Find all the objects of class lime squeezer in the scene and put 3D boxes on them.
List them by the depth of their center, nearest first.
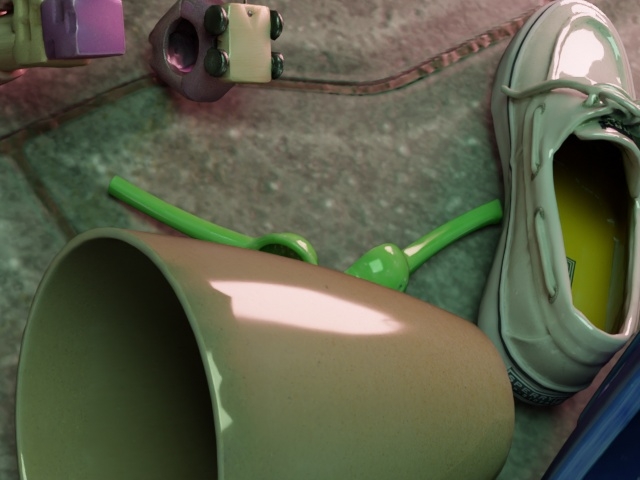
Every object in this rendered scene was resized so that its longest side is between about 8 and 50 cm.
[{"bbox_3d":[0.000,0.000,1.173,0.310,0.059,0.110,3,62,-14],"label":"lime squeezer"}]

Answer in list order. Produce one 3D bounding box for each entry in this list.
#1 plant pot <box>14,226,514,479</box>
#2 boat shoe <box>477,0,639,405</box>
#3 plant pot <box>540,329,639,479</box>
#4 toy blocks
[{"bbox_3d":[-0.019,0.117,1.017,0.274,0.256,0.256,-1,62,-37],"label":"plant pot"},{"bbox_3d":[0.208,-0.064,1.196,0.136,0.156,0.367,25,54,-16],"label":"boat shoe"},{"bbox_3d":[0.299,0.137,1.072,0.236,0.236,0.212,33,25,3],"label":"plant pot"},{"bbox_3d":[-0.227,-0.248,1.170,0.309,0.260,0.289,-1,91,-43],"label":"toy blocks"}]
